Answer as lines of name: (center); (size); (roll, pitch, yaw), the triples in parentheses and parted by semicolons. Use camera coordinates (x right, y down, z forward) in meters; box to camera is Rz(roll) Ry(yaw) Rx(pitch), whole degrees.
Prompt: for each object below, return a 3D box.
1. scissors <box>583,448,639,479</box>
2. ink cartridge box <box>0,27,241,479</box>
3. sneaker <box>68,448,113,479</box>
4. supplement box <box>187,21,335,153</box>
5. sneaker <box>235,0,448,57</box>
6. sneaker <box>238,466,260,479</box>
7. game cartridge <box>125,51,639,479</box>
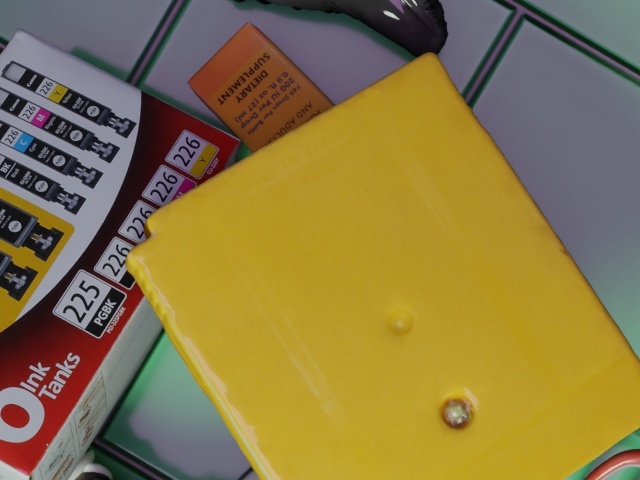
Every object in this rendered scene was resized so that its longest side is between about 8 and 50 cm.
scissors: (0.314, 0.158, 1.284); (0.109, 0.021, 0.297); (34, 120, -3)
ink cartridge box: (-0.253, 0.009, 1.237); (0.272, 0.130, 0.309); (27, 66, 7)
sneaker: (-0.162, 0.236, 1.253); (0.447, 0.169, 0.257); (-13, 83, 19)
supplement box: (0.002, -0.066, 1.286); (0.078, 0.080, 0.233); (-45, 76, 0)
sneaker: (-0.021, -0.233, 1.305); (0.286, 0.109, 0.130); (41, 104, 7)
sneaker: (0.024, 0.206, 1.298); (0.330, 0.146, 0.122); (-40, 92, 6)
game cartridge: (0.052, 0.063, 1.175); (0.285, 0.053, 0.324); (-31, 83, -15)
